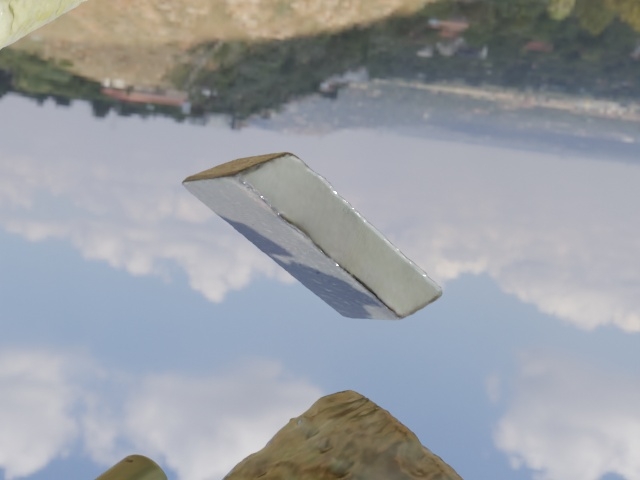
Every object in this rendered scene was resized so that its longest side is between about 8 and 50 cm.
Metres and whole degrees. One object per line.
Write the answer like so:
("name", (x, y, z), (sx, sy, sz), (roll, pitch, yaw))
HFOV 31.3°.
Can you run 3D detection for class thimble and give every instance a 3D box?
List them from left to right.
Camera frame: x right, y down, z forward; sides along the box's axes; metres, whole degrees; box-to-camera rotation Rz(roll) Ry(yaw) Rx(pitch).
("thimble", (0.047, 0.260, 0.844), (0.195, 0.291, 0.291), (-39, -163, -9))

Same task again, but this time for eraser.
("eraser", (0.000, -0.001, 1.362), (0.111, 0.077, 0.352), (0, 147, 50))

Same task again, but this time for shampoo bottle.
("shampoo bottle", (-0.241, 0.305, 1.264), (0.079, 0.079, 0.162), (10, -157, 30))

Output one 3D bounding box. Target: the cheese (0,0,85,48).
("cheese", (-0.263, -0.216, 0.950), (0.123, 0.094, 0.167), (-10, -158, 28))
